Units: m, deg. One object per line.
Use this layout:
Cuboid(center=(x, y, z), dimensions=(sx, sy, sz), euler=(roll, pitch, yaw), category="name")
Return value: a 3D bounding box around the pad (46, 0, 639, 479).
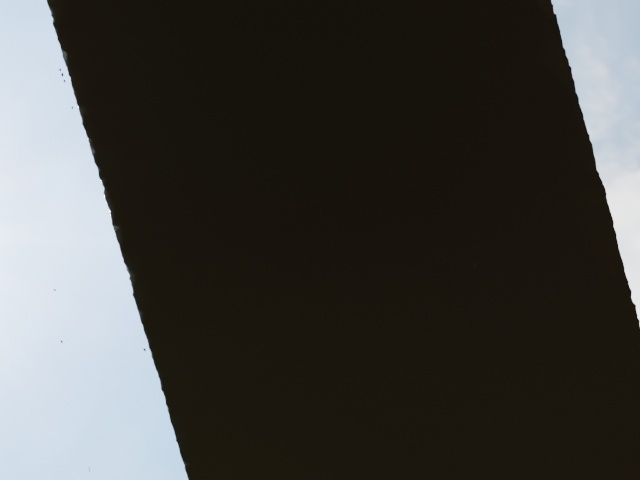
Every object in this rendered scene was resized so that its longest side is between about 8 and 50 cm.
Cuboid(center=(-0.001, 0.000, 0.585), dimensions=(0.315, 0.063, 0.375), euler=(-9, -81, 45), category="pad")
